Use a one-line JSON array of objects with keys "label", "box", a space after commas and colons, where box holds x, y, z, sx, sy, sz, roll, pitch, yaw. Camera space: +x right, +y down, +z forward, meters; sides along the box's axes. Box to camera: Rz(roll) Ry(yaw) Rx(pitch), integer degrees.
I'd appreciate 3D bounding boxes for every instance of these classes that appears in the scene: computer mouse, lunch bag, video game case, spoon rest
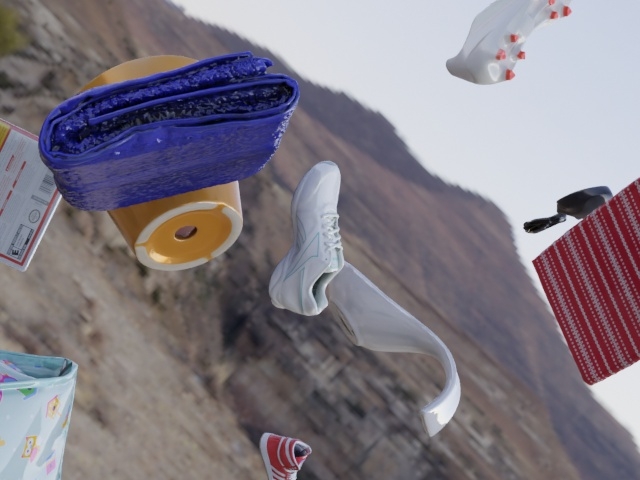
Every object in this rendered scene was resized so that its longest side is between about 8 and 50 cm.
[{"label": "computer mouse", "box": [0.386, -0.037, 1.998, 0.242, 0.071, 0.041, 140, -58, -70]}, {"label": "lunch bag", "box": [-0.420, 0.251, 1.553, 0.160, 0.224, 0.262, 15, 9, 38]}, {"label": "video game case", "box": [-0.550, -0.102, 1.992, 0.285, 0.204, 0.025, 26, -1, -10]}, {"label": "spoon rest", "box": [0.095, 0.126, 1.632, 0.276, 0.084, 0.137, 52, -13, 39]}]

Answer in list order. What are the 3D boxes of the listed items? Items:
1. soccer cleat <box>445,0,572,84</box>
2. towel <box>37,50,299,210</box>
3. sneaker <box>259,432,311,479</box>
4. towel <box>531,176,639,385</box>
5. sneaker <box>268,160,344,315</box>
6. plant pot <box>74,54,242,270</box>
[{"label": "soccer cleat", "box": [0.204, -0.237, 1.339, 0.076, 0.196, 0.068, 13, -38, 41]}, {"label": "towel", "box": [-0.147, -0.100, 1.208, 0.308, 0.227, 0.076, 135, -58, -80]}, {"label": "sneaker", "box": [-0.041, 0.326, 1.812, 0.067, 0.042, 0.118, 2, -53, 29]}, {"label": "towel", "box": [0.391, 0.052, 1.631, 0.275, 0.031, 0.199, -45, -120, 53]}, {"label": "sneaker", "box": [0.000, 0.000, 1.223, 0.061, 0.152, 0.053, 21, 11, 39]}, {"label": "plant pot", "box": [-0.178, -0.077, 1.471, 0.205, 0.205, 0.188, 48, 16, -57]}]
